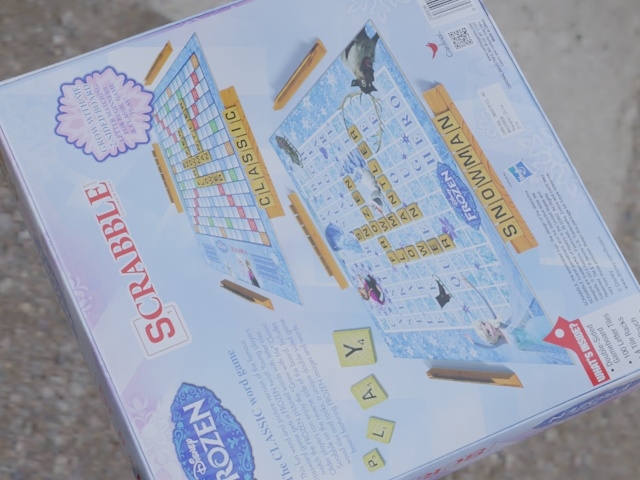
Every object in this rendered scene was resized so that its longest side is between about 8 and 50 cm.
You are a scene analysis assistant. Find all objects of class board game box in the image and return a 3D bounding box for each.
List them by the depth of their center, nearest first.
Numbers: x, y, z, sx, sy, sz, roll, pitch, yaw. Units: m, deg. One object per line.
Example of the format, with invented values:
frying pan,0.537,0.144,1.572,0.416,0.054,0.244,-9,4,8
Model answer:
board game box,0.000,0.000,1.001,0.318,0.066,0.319,-21,72,-15
